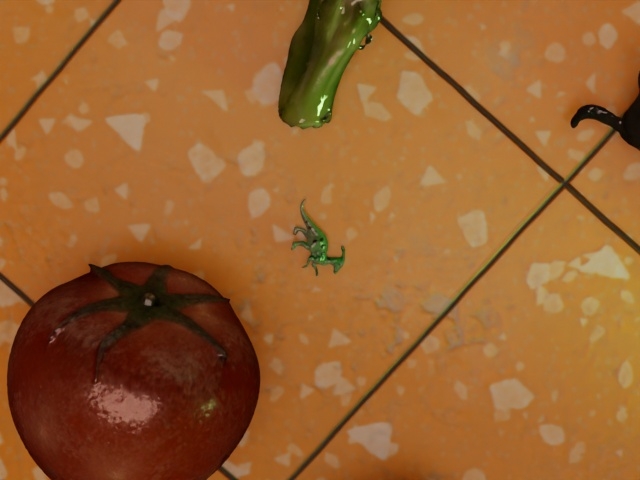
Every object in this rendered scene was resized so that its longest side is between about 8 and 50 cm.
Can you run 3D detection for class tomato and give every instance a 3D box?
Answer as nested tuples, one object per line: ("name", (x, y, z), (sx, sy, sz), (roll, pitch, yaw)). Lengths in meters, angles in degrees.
("tomato", (-0.199, 0.159, 1.680), (0.264, 0.265, 0.265), (0, 99, 3))

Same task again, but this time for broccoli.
("broccoli", (0.017, -0.259, 1.679), (0.164, 0.145, 0.304), (13, 110, -9))

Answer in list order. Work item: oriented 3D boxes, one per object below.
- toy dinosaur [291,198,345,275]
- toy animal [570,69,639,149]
("toy dinosaur", (0.000, 0.000, 1.761), (0.062, 0.021, 0.083), (11, 103, -5))
("toy animal", (0.390, -0.127, 1.683), (0.232, 0.084, 0.148), (16, 96, -6))
